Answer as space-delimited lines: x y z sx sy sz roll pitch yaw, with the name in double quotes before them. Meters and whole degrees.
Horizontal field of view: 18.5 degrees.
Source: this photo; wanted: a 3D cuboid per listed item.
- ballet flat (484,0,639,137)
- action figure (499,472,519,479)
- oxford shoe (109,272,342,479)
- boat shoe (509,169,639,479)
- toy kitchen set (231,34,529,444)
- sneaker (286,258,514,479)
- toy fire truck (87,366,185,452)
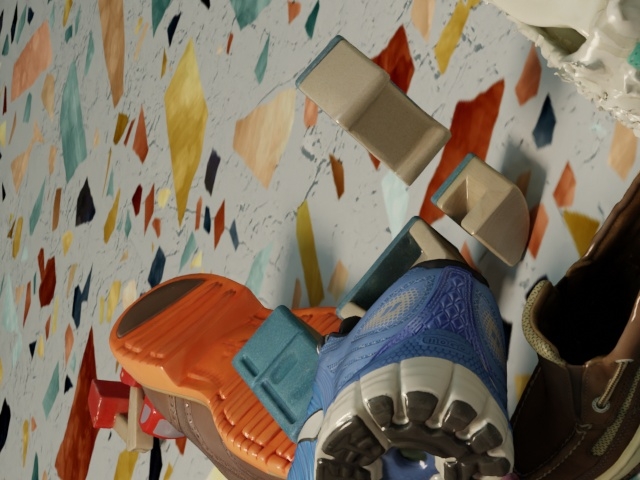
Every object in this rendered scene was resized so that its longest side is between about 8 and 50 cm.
"ballet flat" 0.129 -0.174 1.079 0.409 0.147 0.147 -121 44 -60
"action figure" 0.080 0.237 0.886 0.370 0.275 0.248 6 94 55
"oxford shoe" -0.016 0.126 1.392 0.363 0.130 0.133 27 150 57
"boat shoe" 0.143 0.044 1.005 0.257 0.095 0.095 119 151 -42
"toy kitchen set" 0.000 0.000 1.212 0.207 0.166 0.122 -50 29 2
"sneaker" 0.043 0.132 1.122 0.330 0.129 0.147 113 174 -50
"toy fire truck" -0.163 0.145 1.808 0.192 0.047 0.135 -124 46 -59
